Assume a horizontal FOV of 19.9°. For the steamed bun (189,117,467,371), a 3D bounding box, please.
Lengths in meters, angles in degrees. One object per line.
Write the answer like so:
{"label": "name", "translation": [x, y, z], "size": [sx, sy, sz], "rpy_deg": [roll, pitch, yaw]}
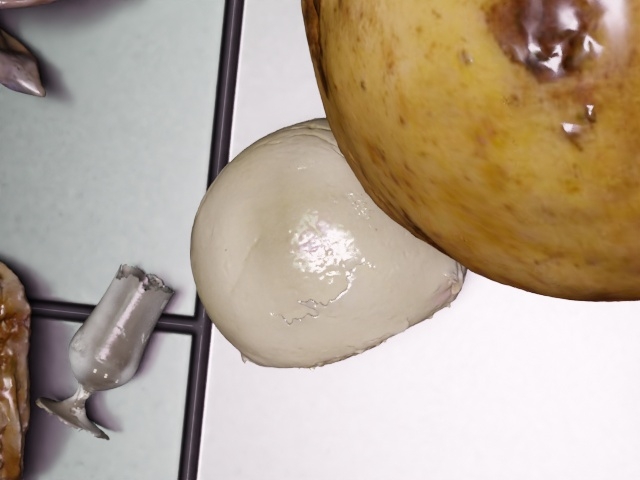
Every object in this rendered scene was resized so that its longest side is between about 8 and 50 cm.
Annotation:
{"label": "steamed bun", "translation": [0.000, 0.000, 0.847], "size": [0.130, 0.091, 0.112], "rpy_deg": [-20, 86, 9]}

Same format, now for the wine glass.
{"label": "wine glass", "translation": [-0.102, 0.054, 0.892], "size": [0.042, 0.039, 0.083], "rpy_deg": [30, 90, -8]}

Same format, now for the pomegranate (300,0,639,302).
{"label": "pomegranate", "translation": [0.123, -0.109, 0.743], "size": [0.281, 0.281, 0.281], "rpy_deg": [0, 91, 9]}

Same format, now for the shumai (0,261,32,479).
{"label": "shumai", "translation": [-0.206, 0.076, 0.865], "size": [0.145, 0.116, 0.145], "rpy_deg": [0, 90, 9]}

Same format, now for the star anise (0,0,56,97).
{"label": "star anise", "translation": [-0.213, -0.152, 0.887], "size": [0.212, 0.073, 0.197], "rpy_deg": [-13, 92, 6]}
